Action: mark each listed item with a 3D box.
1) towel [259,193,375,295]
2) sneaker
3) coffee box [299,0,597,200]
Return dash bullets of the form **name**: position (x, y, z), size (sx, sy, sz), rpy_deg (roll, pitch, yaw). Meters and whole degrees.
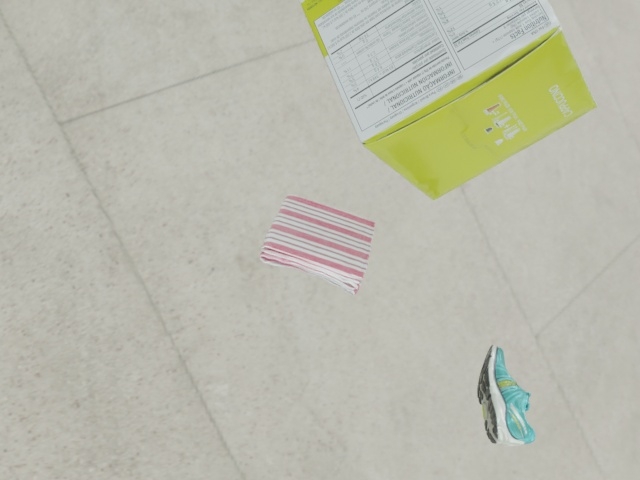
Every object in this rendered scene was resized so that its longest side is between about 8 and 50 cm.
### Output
- **towel**: position (0.000, 0.000, 1.190), size (0.144, 0.029, 0.197), rpy_deg (20, 28, 0)
- **sneaker**: position (0.430, 0.364, 1.962), size (0.110, 0.107, 0.275), rpy_deg (5, 42, -5)
- **coffee box**: position (0.216, -0.320, 1.412), size (0.337, 0.338, 0.334), rpy_deg (25, 39, -60)
